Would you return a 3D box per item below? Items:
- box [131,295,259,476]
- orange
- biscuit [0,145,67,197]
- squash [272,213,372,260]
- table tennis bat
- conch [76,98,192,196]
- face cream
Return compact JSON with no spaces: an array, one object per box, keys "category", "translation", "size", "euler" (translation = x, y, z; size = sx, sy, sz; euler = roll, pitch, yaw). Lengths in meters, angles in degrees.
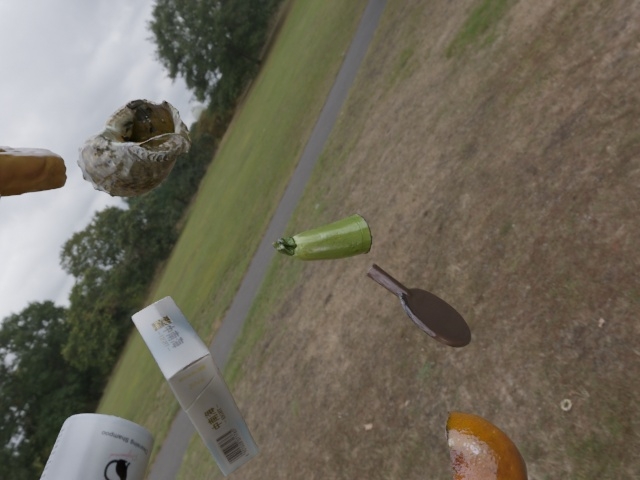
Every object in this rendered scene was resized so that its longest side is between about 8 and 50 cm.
[{"category":"box","translation":[-0.181,0.216,0.763],"size":[0.067,0.242,0.155],"euler":[-32,39,-21]},{"category":"orange","translation":[0.392,0.593,1.294],"size":[0.274,0.274,0.310],"euler":[-57,44,21]},{"category":"biscuit","translation":[-0.354,-0.060,0.401],"size":[0.376,0.269,0.051],"euler":[14,107,49]},{"category":"squash","translation":[0.000,0.000,1.127],"size":[0.094,0.224,0.094],"euler":[30,124,58]},{"category":"table tennis bat","translation":[0.161,0.050,0.701],"size":[0.119,0.170,0.107],"euler":[-59,-10,25]},{"category":"conch","translation":[-0.281,-0.149,0.792],"size":[0.207,0.130,0.155],"euler":[-12,87,34]},{"category":"face cream","translation":[-0.347,0.441,0.703],"size":[0.145,0.145,0.369],"euler":[-49,27,42]}]
